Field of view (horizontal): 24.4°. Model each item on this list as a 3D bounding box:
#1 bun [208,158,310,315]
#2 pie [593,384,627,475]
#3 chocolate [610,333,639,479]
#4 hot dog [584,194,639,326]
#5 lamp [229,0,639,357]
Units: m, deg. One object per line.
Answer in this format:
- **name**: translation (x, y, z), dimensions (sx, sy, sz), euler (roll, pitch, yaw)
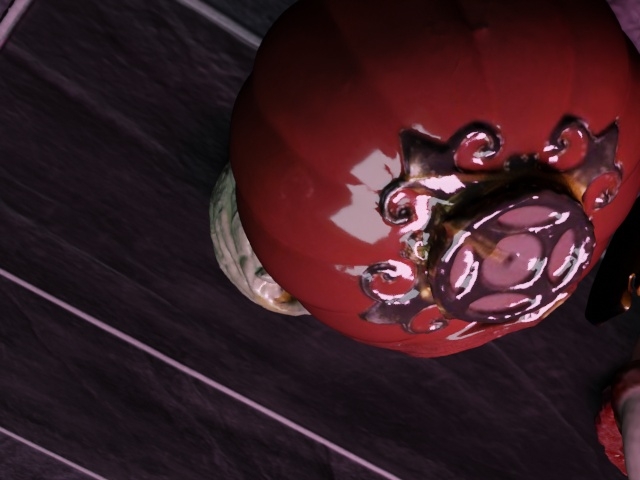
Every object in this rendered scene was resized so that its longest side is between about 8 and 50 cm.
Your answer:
- **bun**: translation (0.000, 0.000, 1.287), dimensions (0.212, 0.126, 0.204), euler (-16, 136, 37)
- **pie**: translation (0.376, 0.188, 1.450), dimensions (0.204, 0.054, 0.218), euler (36, 143, -25)
- **chocolate**: translation (0.360, 0.158, 1.236), dimensions (0.186, 0.283, 0.283), euler (-10, 137, 43)
- **hot dog**: translation (0.327, -0.020, 1.059), dimensions (0.107, 0.194, 0.326), euler (29, 157, -6)
- **lamp**: translation (0.085, -0.064, 1.035), dimensions (0.303, 0.257, 0.303), euler (-13, 133, -15)
